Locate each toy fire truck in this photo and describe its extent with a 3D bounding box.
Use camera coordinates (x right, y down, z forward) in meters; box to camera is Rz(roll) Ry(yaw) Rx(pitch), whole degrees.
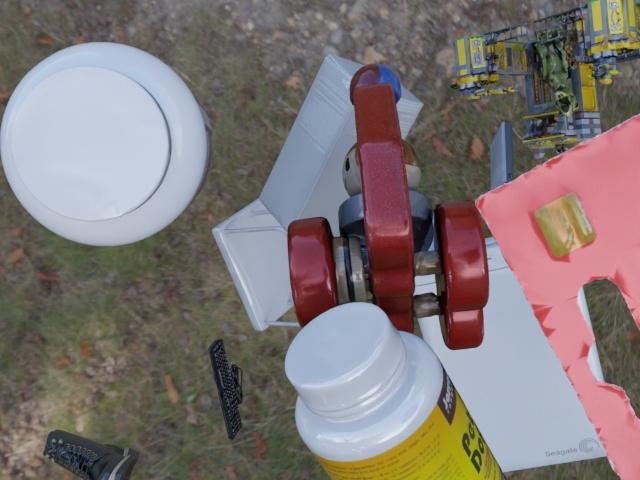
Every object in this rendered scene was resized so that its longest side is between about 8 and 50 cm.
[{"bbox_3d":[0.059,-0.027,0.845,0.169,0.302,0.254,-8,66,4],"label":"toy fire truck"}]

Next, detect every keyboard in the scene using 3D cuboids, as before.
[{"bbox_3d":[-0.171,0.279,1.673,0.038,0.100,0.192,-8,103,9],"label":"keyboard"}]

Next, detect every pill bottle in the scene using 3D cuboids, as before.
[{"bbox_3d":[-0.198,-0.092,0.843,0.181,0.323,0.182,0,95,-5],"label":"pill bottle"},{"bbox_3d":[0.058,0.151,0.659,0.117,0.117,0.215,-21,121,17],"label":"pill bottle"}]

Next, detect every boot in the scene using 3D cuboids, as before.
[{"bbox_3d":[-0.332,0.313,1.203,0.137,0.198,0.077,22,77,-6],"label":"boot"}]

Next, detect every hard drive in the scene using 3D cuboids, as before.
[{"bbox_3d":[0.276,0.166,1.242,0.233,0.047,0.353,-13,107,15],"label":"hard drive"},{"bbox_3d":[0.352,-0.149,1.675,0.022,0.094,0.135,6,64,-3],"label":"hard drive"}]

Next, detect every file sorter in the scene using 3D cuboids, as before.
[{"bbox_3d":[0.000,0.000,1.445,0.173,0.277,0.193,-3,116,45],"label":"file sorter"}]

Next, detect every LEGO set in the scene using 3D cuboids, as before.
[{"bbox_3d":[0.355,-0.206,1.207,0.331,0.255,0.192,-4,92,42],"label":"LEGO set"}]

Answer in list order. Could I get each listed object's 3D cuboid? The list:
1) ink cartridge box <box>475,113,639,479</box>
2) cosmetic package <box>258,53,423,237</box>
[{"bbox_3d":[0.199,0.010,0.319,0.224,0.056,0.181,-28,100,6],"label":"ink cartridge box"},{"bbox_3d":[0.026,-0.123,1.216,0.107,0.127,0.238,51,120,38],"label":"cosmetic package"}]
